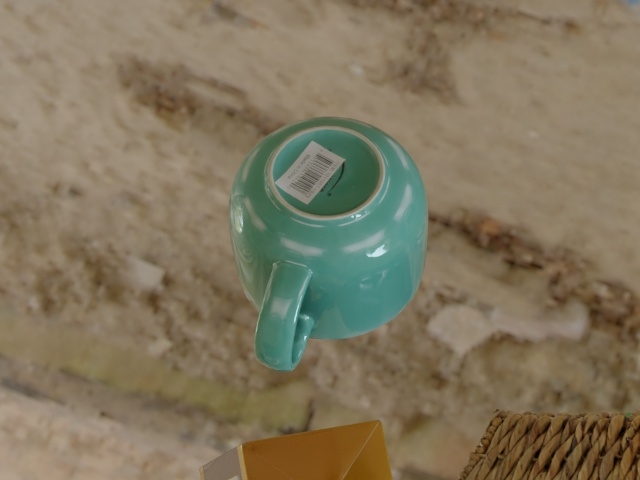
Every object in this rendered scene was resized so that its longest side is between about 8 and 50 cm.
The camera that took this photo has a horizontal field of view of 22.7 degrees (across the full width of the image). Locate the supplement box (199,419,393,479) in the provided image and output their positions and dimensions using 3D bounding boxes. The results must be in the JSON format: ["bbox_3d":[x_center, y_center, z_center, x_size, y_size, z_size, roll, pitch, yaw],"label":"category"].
[{"bbox_3d":[-0.015,0.277,1.434,0.129,0.191,0.194,-7,168,-17],"label":"supplement box"}]

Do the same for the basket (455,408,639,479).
[{"bbox_3d":[0.193,0.280,1.100,0.223,0.299,0.213,-7,123,40],"label":"basket"}]

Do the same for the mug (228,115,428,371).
[{"bbox_3d":[0.008,-0.005,1.022,0.129,0.158,0.097,-11,146,-6],"label":"mug"}]

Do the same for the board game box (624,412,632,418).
[{"bbox_3d":[0.364,0.312,1.380,0.064,0.242,0.316,-13,-158,-40],"label":"board game box"}]
